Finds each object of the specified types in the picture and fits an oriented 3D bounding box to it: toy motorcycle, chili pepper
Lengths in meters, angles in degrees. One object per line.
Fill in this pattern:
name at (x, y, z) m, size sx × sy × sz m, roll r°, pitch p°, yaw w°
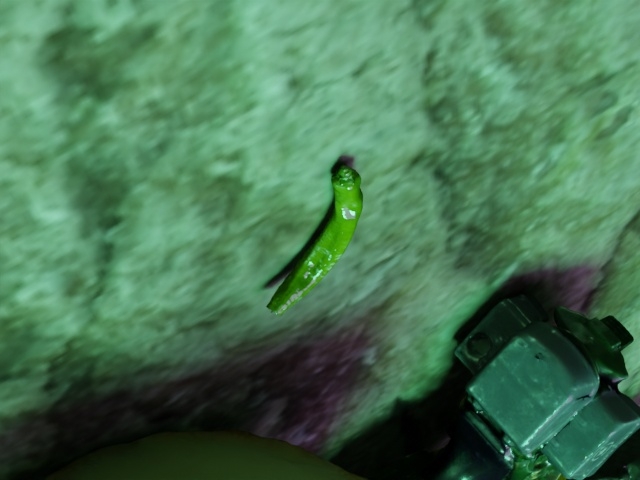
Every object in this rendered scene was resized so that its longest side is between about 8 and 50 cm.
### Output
toy motorcycle at (0.070, 0.148, 0.763) m, size 0.274 × 0.125 × 0.187 m, roll -51°, pitch 156°, yaw 19°
chili pepper at (-0.001, -0.001, 0.584) m, size 0.030 × 0.017 × 0.083 m, roll -8°, pitch 136°, yaw -38°

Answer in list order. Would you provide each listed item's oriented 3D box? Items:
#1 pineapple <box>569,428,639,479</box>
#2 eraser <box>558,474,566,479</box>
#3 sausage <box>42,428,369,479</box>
pineapple at (0.228, 0.249, 1.036) m, size 0.158 × 0.158 × 0.278 m, roll -24°, pitch 134°, yaw -21°
eraser at (0.123, 0.215, 0.907) m, size 0.097 × 0.045 × 0.122 m, roll -53°, pitch -176°, yaw 28°
sausage at (-0.055, 0.268, 0.618) m, size 0.233 × 0.233 × 0.287 m, roll -11°, pitch 122°, yaw -37°
